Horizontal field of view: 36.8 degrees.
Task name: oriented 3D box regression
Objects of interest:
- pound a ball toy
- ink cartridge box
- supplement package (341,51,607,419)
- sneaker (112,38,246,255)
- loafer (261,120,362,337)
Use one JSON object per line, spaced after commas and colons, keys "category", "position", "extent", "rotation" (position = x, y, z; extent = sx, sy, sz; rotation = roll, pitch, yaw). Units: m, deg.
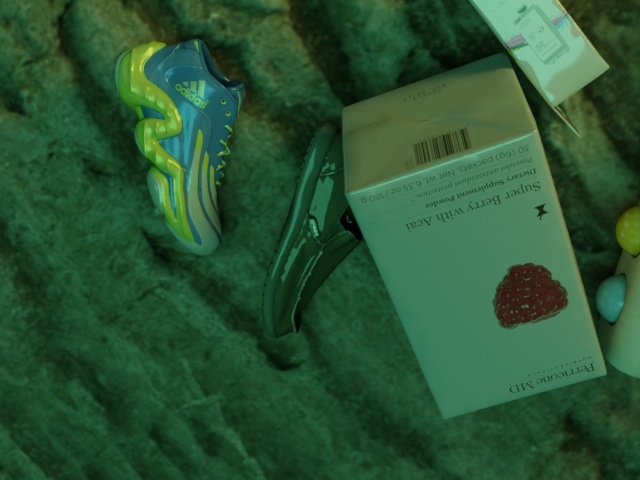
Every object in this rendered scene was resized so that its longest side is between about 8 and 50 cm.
{"category": "pound a ball toy", "position": [0.371, -0.008, 0.943], "extent": [0.136, 0.208, 0.319], "rotation": [12, 112, 2]}
{"category": "ink cartridge box", "position": [0.211, -0.203, 0.937], "extent": [0.067, 0.115, 0.198], "rotation": [-36, 104, 17]}
{"category": "supplement package", "position": [0.152, 0.000, 0.955], "extent": [0.177, 0.175, 0.293], "rotation": [-18, 122, 11]}
{"category": "sneaker", "position": [-0.127, -0.104, 1.029], "extent": [0.126, 0.091, 0.240], "rotation": [-17, 107, 12]}
{"category": "loafer", "position": [0.000, 0.000, 1.050], "extent": [0.087, 0.094, 0.251], "rotation": [18, 110, 0]}
